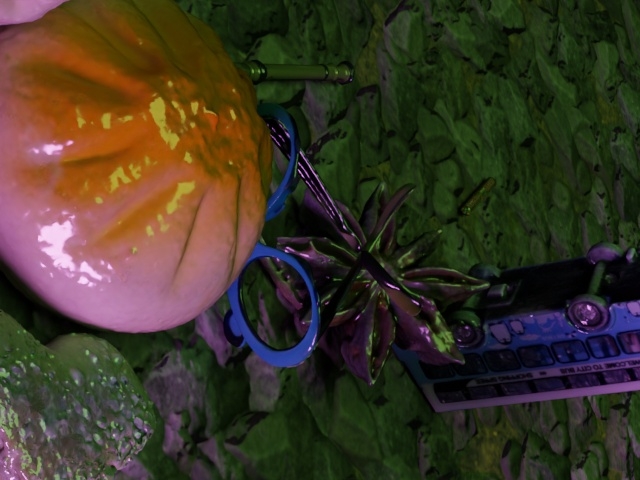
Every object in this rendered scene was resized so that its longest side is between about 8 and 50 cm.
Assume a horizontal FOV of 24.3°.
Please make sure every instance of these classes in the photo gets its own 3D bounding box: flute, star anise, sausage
[{"bbox_3d":[-0.040,-0.167,1.482,0.233,0.027,0.027,-9,84,-54],"label":"flute"},{"bbox_3d":[0.036,0.037,1.443,0.262,0.081,0.230,14,61,-18],"label":"star anise"},{"bbox_3d":[0.187,-0.052,1.755,0.100,0.015,0.015,-43,111,-52],"label":"sausage"}]

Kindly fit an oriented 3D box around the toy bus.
[{"bbox_3d":[0.226,0.090,1.510,0.131,0.297,0.106,62,36,-27],"label":"toy bus"}]

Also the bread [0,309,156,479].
[{"bbox_3d":[-0.209,0.135,1.097,0.232,0.064,0.172,28,53,-44],"label":"bread"}]

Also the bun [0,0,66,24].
[{"bbox_3d":[-0.274,-0.307,1.062,0.360,0.211,0.359,33,40,-33],"label":"bun"}]

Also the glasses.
[{"bbox_3d":[0.012,-0.010,1.341,0.207,0.102,0.239,-6,77,-19],"label":"glasses"}]

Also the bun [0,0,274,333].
[{"bbox_3d":[-0.141,-0.078,1.188,0.299,0.165,0.299,27,54,-45],"label":"bun"}]
